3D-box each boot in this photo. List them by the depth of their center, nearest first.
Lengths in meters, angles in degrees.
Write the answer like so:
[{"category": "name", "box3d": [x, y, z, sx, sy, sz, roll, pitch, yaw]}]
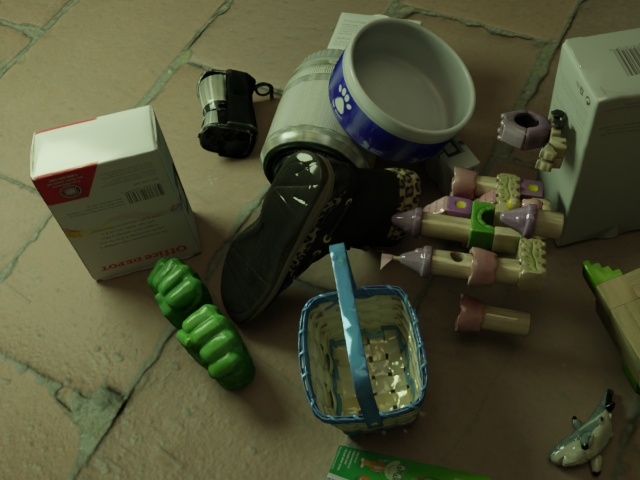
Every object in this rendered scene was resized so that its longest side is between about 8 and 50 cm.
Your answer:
[{"category": "boot", "box3d": [0.000, 0.000, 1.424, 0.284, 0.377, 0.138, -3, 43, -42]}]

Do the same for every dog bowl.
[{"category": "dog bowl", "box3d": [0.152, -0.280, 1.464, 0.265, 0.104, 0.265, 11, 59, -20]}]

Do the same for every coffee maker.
[{"category": "coffee maker", "box3d": [-0.181, -0.279, 1.697, 0.171, 0.120, 0.178, -10, 54, 0]}]

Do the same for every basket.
[{"category": "basket", "box3d": [0.064, 0.177, 1.231, 0.201, 0.289, 0.254, -8, 53, 2]}]

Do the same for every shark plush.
[{"category": "shark plush", "box3d": [0.426, 0.294, 1.249, 0.067, 0.073, 0.161, 5, 54, 48]}]

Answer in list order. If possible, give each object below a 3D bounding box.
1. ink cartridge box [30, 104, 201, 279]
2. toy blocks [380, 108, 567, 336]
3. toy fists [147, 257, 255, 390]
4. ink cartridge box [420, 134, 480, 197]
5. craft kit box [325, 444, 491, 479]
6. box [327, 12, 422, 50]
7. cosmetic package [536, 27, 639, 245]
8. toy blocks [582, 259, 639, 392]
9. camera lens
[{"category": "ink cartridge box", "box3d": [-0.375, -0.082, 1.466, 0.226, 0.306, 0.131, -14, 53, -3]}, {"category": "toy blocks", "box3d": [0.249, -0.042, 1.326, 0.260, 0.309, 0.288, 10, 43, 6]}, {"category": "toy fists", "box3d": [-0.217, 0.142, 1.385, 0.096, 0.142, 0.279, -30, 56, -14]}, {"category": "ink cartridge box", "box3d": [0.261, -0.146, 1.552, 0.060, 0.104, 0.180, -23, 55, -11]}, {"category": "craft kit box", "box3d": [0.113, 0.414, 1.129, 0.247, 0.061, 0.250, 11, 25, 12]}, {"category": "box", "box3d": [0.122, -0.380, 1.691, 0.181, 0.182, 0.119, 11, 59, 16]}, {"category": "cosmetic package", "box3d": [0.518, -0.172, 1.366, 0.217, 0.385, 0.156, -10, 55, -3]}, {"category": "toy blocks", "box3d": [0.615, 0.156, 1.207, 0.261, 0.190, 0.381, -23, 54, 4]}, {"category": "camera lens", "box3d": [0.013, -0.218, 1.564, 0.219, 0.219, 0.274, 8, 56, 13]}]
